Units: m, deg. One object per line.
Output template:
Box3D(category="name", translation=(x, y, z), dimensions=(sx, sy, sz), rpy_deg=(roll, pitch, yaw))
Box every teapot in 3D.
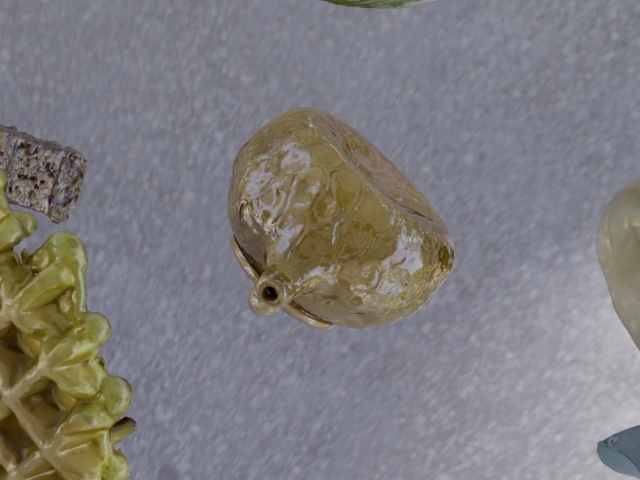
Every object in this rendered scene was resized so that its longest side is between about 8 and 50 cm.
Box3D(category="teapot", translation=(0.000, 0.000, 1.423), dimensions=(0.203, 0.311, 0.167), rpy_deg=(43, 104, 1))

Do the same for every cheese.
Box3D(category="cheese", translation=(0.377, 0.027, 1.730), dimensions=(0.117, 0.235, 0.218), rpy_deg=(-18, 52, -26))

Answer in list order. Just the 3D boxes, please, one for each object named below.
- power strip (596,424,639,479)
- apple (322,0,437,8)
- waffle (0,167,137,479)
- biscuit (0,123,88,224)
Box3D(category="power strip", translation=(0.234, 0.187, 1.089), dimensions=(0.044, 0.137, 0.216), rpy_deg=(44, 44, -29))
Box3D(category="apple", translation=(0.047, -0.222, 0.943), dimensions=(0.174, 0.207, 0.188), rpy_deg=(37, 47, 1))
Box3D(category="waffle", translation=(-0.251, 0.087, 1.123), dimensions=(0.329, 0.329, 0.062), rpy_deg=(49, 42, 8))
Box3D(category="biscuit", translation=(-0.263, -0.066, 1.371), dimensions=(0.034, 0.199, 0.064), rpy_deg=(9, 99, -46))
